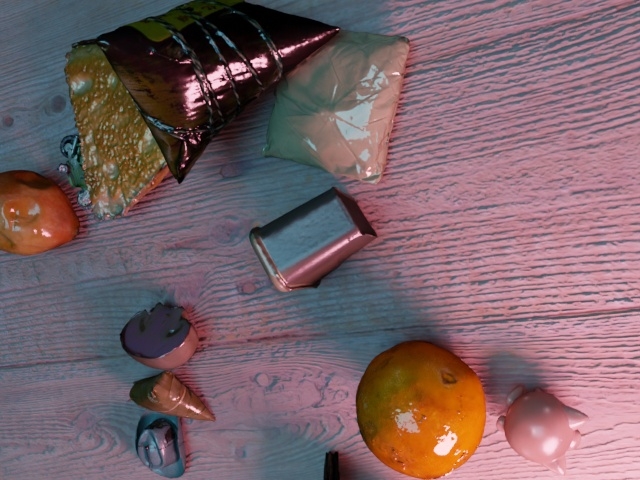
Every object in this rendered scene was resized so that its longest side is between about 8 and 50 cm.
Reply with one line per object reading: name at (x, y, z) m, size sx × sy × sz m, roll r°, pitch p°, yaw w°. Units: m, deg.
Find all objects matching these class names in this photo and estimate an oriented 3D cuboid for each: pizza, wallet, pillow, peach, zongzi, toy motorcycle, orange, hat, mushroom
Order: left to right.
peach at (-0.712, -0.056, 1.498) m, size 0.235 × 0.214 × 0.214 m, roll 23°, pitch 106°, yaw 2°
toy motorcycle at (-0.568, -0.172, 1.480) m, size 0.106 × 0.074 × 0.190 m, roll -18°, pitch 87°, yaw 16°
pizza at (-0.390, -0.289, 1.373) m, size 0.392 × 0.080 × 0.434 m, roll -13°, pitch 88°, yaw 23°
hat at (-0.393, 0.495, 1.468) m, size 0.138 × 0.078 × 0.190 m, roll -3°, pitch 95°, yaw 26°
mushroom at (-0.364, 0.234, 1.409) m, size 0.188 × 0.141 × 0.117 m, roll 9°, pitch 133°, yaw 25°
zongzi at (-0.362, 0.393, 1.462) m, size 0.178 × 0.081 × 0.189 m, roll 43°, pitch 139°, yaw -21°
zongzi at (-0.166, -0.339, 1.151) m, size 0.362 × 0.319 × 0.383 m, roll 12°, pitch 57°, yaw 29°
wallet at (0.018, 0.615, 1.247) m, size 0.044 × 0.169 × 0.317 m, roll 1°, pitch 98°, yaw 1°
pillow at (0.020, -0.273, 1.194) m, size 0.274 × 0.076 × 0.280 m, roll 17°, pitch 102°, yaw 24°
orange at (0.178, 0.303, 1.101) m, size 0.240 × 0.240 × 0.240 m, roll 3°, pitch 97°, yaw 24°

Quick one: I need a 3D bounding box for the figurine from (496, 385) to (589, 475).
figurine at (0.388, 0.329, 1.077) m, size 0.138 × 0.125 × 0.125 m, roll 23°, pitch 105°, yaw 36°

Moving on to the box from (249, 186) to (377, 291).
box at (0.000, 0.000, 1.144) m, size 0.178 × 0.274 × 0.138 m, roll -31°, pitch 84°, yaw 11°
